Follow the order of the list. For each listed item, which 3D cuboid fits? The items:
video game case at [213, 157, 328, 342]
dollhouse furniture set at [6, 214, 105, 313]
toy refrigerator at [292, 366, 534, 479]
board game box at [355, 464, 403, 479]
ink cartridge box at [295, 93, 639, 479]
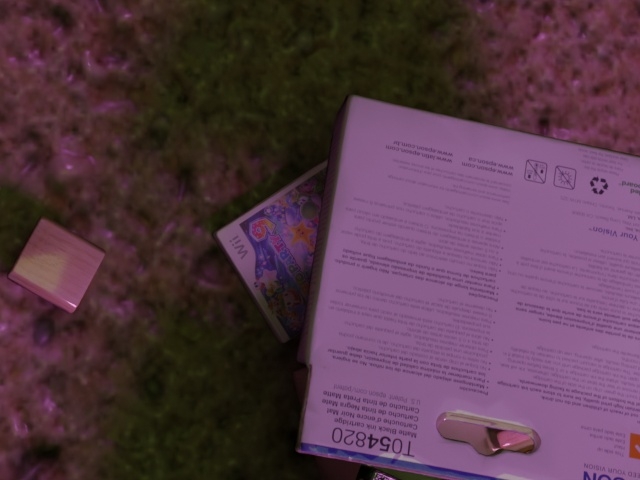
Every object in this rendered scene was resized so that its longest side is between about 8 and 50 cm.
[{"bbox_3d":[0.000,0.000,1.057,0.122,0.011,0.087,-34,97,-19],"label":"video game case"},{"bbox_3d":[-0.320,0.042,0.839,0.355,0.174,0.303,29,71,-15],"label":"dollhouse furniture set"},{"bbox_3d":[0.130,0.096,1.053,0.269,0.094,0.102,-15,91,-21],"label":"toy refrigerator"},{"bbox_3d":[0.114,0.242,0.918,0.259,0.030,0.136,25,81,-15],"label":"board game box"},{"bbox_3d":[0.102,0.041,0.938,0.223,0.045,0.224,12,70,-7],"label":"ink cartridge box"}]
